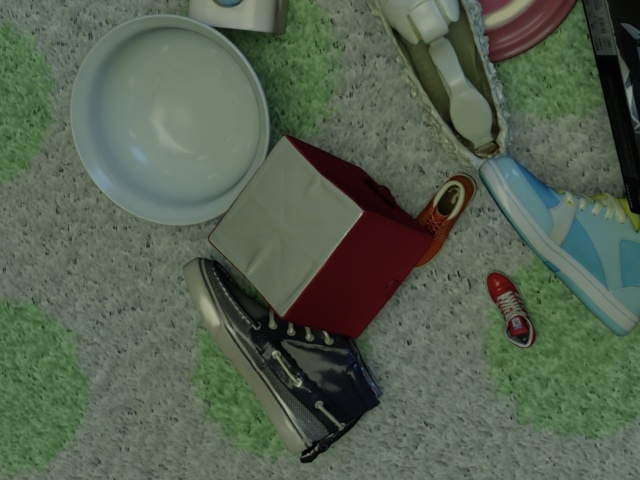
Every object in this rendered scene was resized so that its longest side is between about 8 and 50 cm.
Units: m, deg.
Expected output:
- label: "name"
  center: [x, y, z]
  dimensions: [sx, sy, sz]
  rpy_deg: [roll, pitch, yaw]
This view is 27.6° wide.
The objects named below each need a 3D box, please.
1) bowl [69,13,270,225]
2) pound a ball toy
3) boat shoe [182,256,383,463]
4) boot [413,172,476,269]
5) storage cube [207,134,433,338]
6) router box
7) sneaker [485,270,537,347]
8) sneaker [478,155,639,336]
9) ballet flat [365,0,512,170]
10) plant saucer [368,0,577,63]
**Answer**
- label: "bowl"
  center: [-0.197, -0.179, 1.864]
  dimensions: [0.298, 0.134, 0.298]
  rpy_deg: [3, 105, 13]
- label: "pound a ball toy"
  center: [-0.068, -0.450, 1.816]
  dimensions: [0.208, 0.136, 0.319]
  rpy_deg: [8, 98, 12]
- label: "boat shoe"
  center: [-0.048, 0.141, 1.887]
  dimensions: [0.158, 0.127, 0.340]
  rpy_deg: [-32, 96, 9]
- label: "boot"
  center: [0.159, -0.025, 1.833]
  dimensions: [0.059, 0.084, 0.158]
  rpy_deg: [33, 103, 6]
- label: "storage cube"
  center: [0.000, 0.000, 1.786]
  dimensions: [0.215, 0.193, 0.183]
  rpy_deg: [-52, 58, 12]
- label: "router box"
  center: [0.480, -0.208, 1.635]
  dimensions: [0.243, 0.081, 0.309]
  rpy_deg: [-16, 100, -7]
- label: "sneaker"
  center: [0.266, 0.098, 1.827]
  dimensions: [0.042, 0.067, 0.118]
  rpy_deg: [-31, 88, 14]
- label: "sneaker"
  center: [0.373, -0.043, 1.740]
  dimensions: [0.208, 0.127, 0.319]
  rpy_deg: [-42, 110, 10]
- label: "ballet flat"
  center: [0.161, -0.258, 1.695]
  dimensions: [0.147, 0.147, 0.409]
  rpy_deg: [-22, 122, 14]
- label: "plant saucer"
  center: [0.203, -0.406, 1.784]
  dimensions: [0.332, 0.084, 0.332]
  rpy_deg: [2, 97, 13]
